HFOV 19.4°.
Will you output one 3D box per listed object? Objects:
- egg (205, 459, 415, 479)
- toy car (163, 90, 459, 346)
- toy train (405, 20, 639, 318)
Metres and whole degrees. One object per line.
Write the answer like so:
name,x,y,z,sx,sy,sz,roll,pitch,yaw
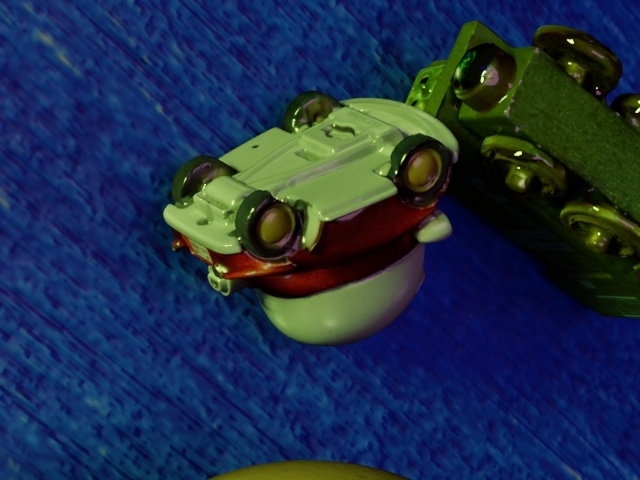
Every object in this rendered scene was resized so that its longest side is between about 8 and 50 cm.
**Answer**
egg,0.014,0.245,0.830,0.250,0.250,0.322,-49,123,-27
toy car,0.000,0.000,0.925,0.139,0.112,0.112,-26,121,-25
toy train,0.137,-0.034,1.003,0.225,0.137,0.090,35,73,-27
